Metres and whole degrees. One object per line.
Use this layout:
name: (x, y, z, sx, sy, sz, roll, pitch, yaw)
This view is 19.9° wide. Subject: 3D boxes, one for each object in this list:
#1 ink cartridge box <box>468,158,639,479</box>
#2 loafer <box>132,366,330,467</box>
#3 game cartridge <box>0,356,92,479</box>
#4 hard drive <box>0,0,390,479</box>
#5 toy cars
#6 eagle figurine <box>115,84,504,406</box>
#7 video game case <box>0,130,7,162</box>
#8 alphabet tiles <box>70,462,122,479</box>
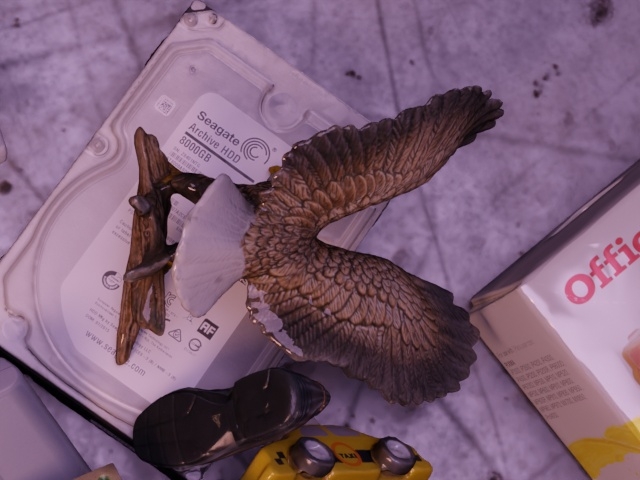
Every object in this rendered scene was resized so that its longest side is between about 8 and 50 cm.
ink cartridge box: (0.353, 0.115, 1.529, 0.279, 0.160, 0.385, -39, 89, -16)
loafer: (-0.069, 0.140, 1.396, 0.061, 0.170, 0.062, 12, 68, -53)
game cartridge: (-0.310, 0.234, 1.366, 0.297, 0.198, 0.062, -41, 46, -16)
hard drive: (-0.106, 0.000, 1.509, 0.237, 0.064, 0.339, 36, 73, -3)
toy cars: (-0.096, 0.235, 1.428, 0.393, 0.176, 0.087, -29, 52, -16)
eagle figurine: (0.000, -0.008, 1.406, 0.298, 0.226, 0.225, 6, 58, -6)
video game case: (-0.377, -0.117, 1.458, 0.212, 0.023, 0.193, -15, 58, -15)
alphabet tiles: (-0.192, 0.314, 1.257, 0.342, 0.011, 0.285, -23, 60, -15)
